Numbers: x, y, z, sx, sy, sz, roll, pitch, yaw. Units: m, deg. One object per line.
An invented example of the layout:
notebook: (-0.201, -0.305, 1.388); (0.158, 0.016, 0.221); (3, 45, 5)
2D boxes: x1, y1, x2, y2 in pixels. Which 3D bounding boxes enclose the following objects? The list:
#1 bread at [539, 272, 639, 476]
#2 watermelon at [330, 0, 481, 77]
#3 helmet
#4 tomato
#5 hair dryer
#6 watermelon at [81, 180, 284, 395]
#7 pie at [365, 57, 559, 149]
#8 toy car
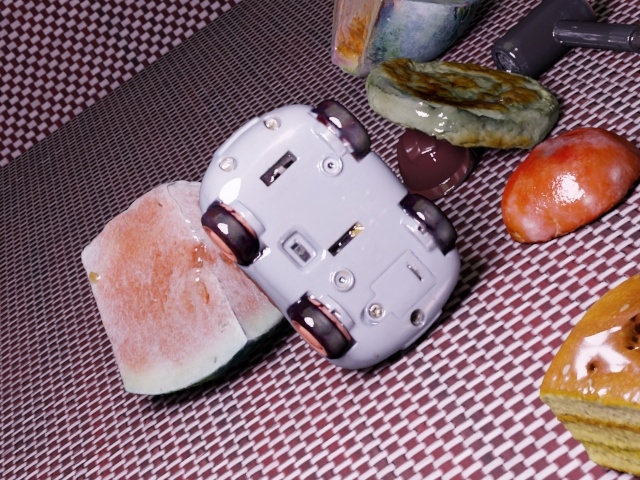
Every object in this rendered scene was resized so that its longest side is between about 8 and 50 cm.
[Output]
bread: (0.295, 0.066, 1.318); (0.234, 0.110, 0.184); (-40, 19, -19)
watermelon: (0.122, -0.309, 2.591); (0.322, 0.188, 0.175); (-97, 19, -63)
helmet: (0.130, -0.103, 2.118); (0.098, 0.070, 0.123); (-30, 17, 15)
tomato: (0.246, -0.069, 1.824); (0.155, 0.069, 0.155); (-31, 17, 11)
hair dryer: (0.312, -0.237, 2.161); (0.128, 0.070, 0.255); (-40, 23, -14)
watermelon: (-0.143, 0.043, 2.022); (0.213, 0.201, 0.262); (-35, 20, 28)
pie: (0.163, -0.161, 2.092); (0.240, 0.054, 0.240); (7, 21, -3)
toy car: (0.000, 0.000, 1.822); (0.180, 0.270, 0.212); (-44, 0, -12)
